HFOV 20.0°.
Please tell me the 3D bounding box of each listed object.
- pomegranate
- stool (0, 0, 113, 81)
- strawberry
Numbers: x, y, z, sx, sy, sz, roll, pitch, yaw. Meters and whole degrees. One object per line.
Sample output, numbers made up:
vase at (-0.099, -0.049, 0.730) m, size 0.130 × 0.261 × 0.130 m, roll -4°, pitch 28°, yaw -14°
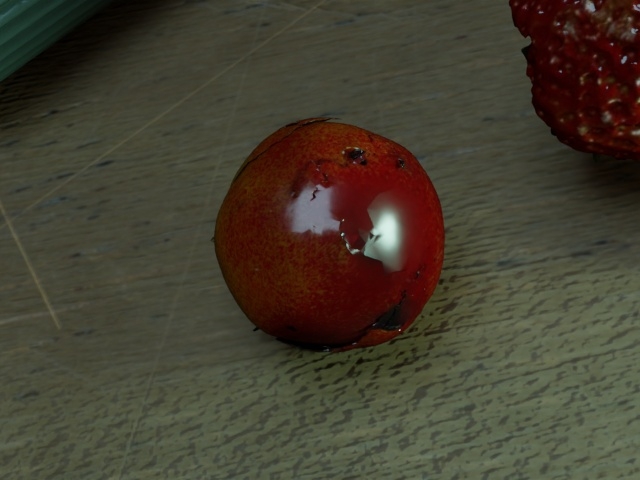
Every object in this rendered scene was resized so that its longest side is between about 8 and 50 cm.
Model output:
pomegranate at (0.000, 0.000, 1.609) m, size 0.235 × 0.210 × 0.210 m, roll -23°, pitch 45°, yaw 47°
stool at (-0.313, -0.351, 1.908) m, size 0.330 × 0.297 × 0.297 m, roll -32°, pitch 53°, yaw -7°
strawberry at (0.309, -0.202, 1.563) m, size 0.277 × 0.257 × 0.257 m, roll -20°, pitch 47°, yaw 46°
